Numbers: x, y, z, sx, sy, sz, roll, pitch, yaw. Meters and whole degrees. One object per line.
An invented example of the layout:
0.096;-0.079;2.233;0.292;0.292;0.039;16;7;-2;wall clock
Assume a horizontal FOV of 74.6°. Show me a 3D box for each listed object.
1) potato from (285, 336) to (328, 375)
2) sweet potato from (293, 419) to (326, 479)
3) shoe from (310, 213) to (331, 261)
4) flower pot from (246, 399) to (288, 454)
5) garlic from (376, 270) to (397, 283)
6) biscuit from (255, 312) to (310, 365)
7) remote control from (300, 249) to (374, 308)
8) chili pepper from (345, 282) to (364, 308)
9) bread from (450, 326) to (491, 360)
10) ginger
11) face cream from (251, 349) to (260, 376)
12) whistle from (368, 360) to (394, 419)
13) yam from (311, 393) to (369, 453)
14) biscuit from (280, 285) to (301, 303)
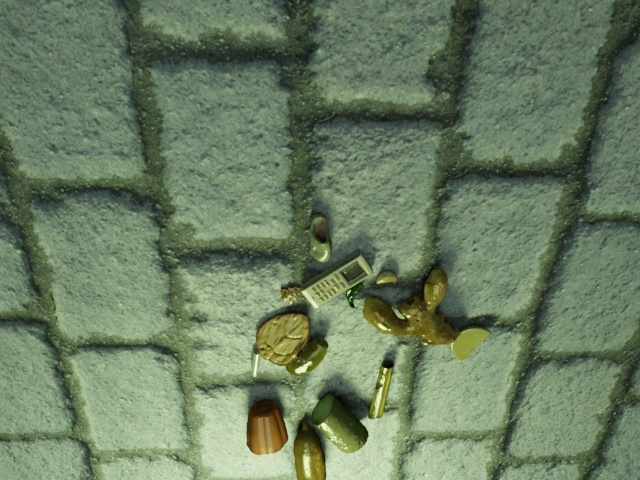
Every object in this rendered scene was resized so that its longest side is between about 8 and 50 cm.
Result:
-0.055;0.488;1.760;0.225;0.090;0.117;-42;114;19;potato
-0.054;1.010;1.969;0.157;0.158;0.370;-8;116;1;sweet potato
0.000;0.000;1.547;0.079;0.078;0.195;-6;111;-1;shoe
-0.242;0.815;1.866;0.190;0.190;0.173;-4;101;-1;flower pot
0.263;0.145;1.648;0.083;0.041;0.053;-1;120;-11;garlic
-0.146;0.395;1.718;0.260;0.041;0.203;-43;85;8;biscuit
0.064;0.154;1.631;0.277;0.055;0.103;-32;113;12;remote control
0.130;0.216;1.676;0.055;0.035;0.118;23;109;5;chili pepper
0.619;0.424;1.796;0.112;0.036;0.193;29;114;-11;bread
0.384;0.324;1.693;0.363;0.122;0.348;-27;105;-1;ginger
-0.277;0.528;1.798;0.034;0.034;0.130;6;114;-6;face cream
0.273;0.678;1.882;0.068;0.057;0.326;5;115;-5;whistle
0.082;0.824;1.884;0.161;0.161;0.268;-35;112;12;yam
-0.113;0.212;1.672;0.092;0.016;0.082;-24;113;10;biscuit
